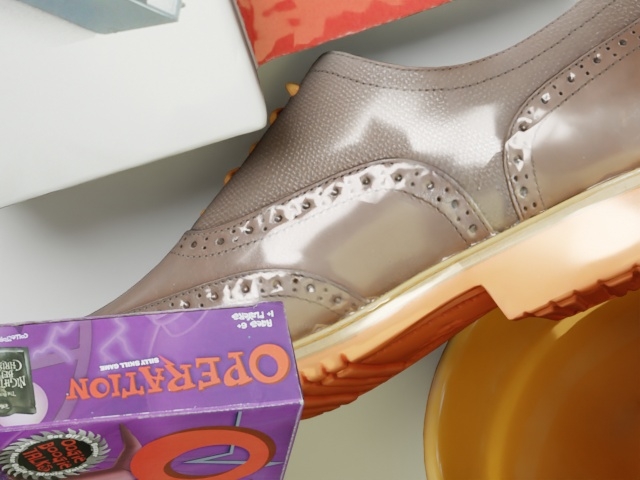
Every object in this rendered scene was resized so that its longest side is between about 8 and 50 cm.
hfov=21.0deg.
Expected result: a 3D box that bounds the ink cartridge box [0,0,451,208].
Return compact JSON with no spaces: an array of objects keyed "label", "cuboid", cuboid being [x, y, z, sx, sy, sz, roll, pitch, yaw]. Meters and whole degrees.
[{"label":"ink cartridge box","cuboid":[-0.069,-0.178,0.601,0.261,0.066,0.296,-18,117,3]}]

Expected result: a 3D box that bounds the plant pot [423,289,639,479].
[{"label":"plant pot","cuboid":[0.178,0.113,0.789,0.205,0.205,0.188,-35,136,6]}]

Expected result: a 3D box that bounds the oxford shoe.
[{"label":"oxford shoe","cuboid":[0.000,0.000,0.733,0.363,0.130,0.133,-22,81,9]}]

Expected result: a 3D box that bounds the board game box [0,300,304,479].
[{"label":"board game box","cuboid":[-0.132,0.139,0.706,0.208,0.056,0.347,-8,148,-14]}]
